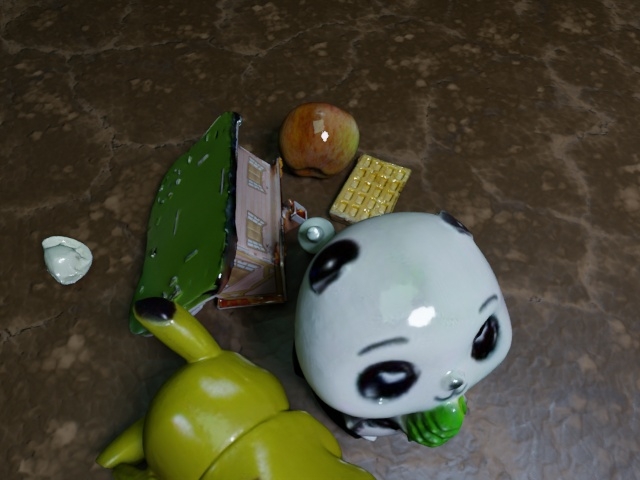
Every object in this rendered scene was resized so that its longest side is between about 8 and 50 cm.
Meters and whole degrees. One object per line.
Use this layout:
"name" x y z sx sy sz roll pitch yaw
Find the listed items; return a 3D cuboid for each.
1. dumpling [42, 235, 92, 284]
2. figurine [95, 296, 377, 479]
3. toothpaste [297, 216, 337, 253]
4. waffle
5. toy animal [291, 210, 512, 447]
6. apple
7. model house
"dumpling" -0.362 0.027 0.607 0.059 0.043 0.077 -29 48 -32
"figurine" -0.085 0.233 0.423 0.327 0.169 0.218 42 111 28
"toothpaste" 0.000 0.000 0.517 0.060 0.233 0.037 -2 86 3
"waffle" 0.080 -0.074 0.666 0.092 0.021 0.135 22 64 12
"toy animal" 0.077 0.101 0.438 0.213 0.266 0.212 2 64 -4
"apple" -0.003 -0.151 0.653 0.126 0.126 0.101 5 78 4
"model house" -0.128 -0.005 0.587 0.207 0.154 0.293 -33 45 32
